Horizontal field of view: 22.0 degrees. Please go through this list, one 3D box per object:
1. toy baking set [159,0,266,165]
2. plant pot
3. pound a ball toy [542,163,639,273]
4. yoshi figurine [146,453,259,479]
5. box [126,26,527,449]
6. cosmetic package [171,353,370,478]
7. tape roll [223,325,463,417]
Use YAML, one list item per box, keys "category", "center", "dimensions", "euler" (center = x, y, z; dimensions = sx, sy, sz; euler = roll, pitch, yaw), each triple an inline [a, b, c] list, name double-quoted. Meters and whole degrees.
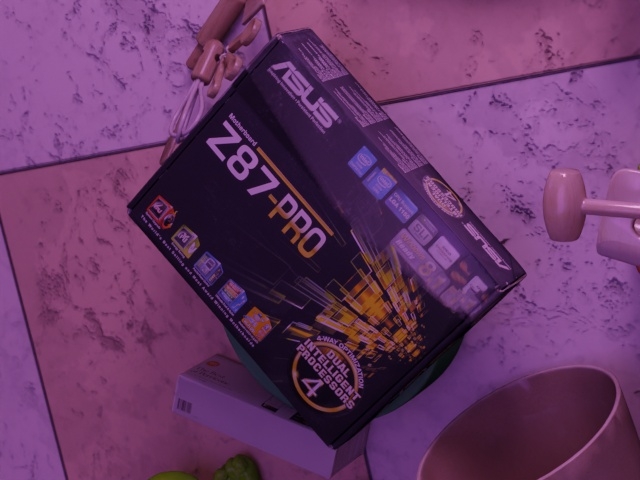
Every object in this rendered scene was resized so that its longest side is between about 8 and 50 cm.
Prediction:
- category: "toy baking set"
  center: [-0.135, -0.217, 2.000]
  dimensions: [0.030, 0.197, 0.256]
  euler: [28, 125, -17]
- category: "plant pot"
  center: [0.288, 0.326, 1.893]
  dimensions: [0.256, 0.256, 0.274]
  euler: [-21, 110, 32]
- category: "pound a ball toy"
  center: [0.406, 0.008, 1.738]
  dimensions: [0.319, 0.208, 0.136]
  euler: [17, 111, 23]
- category: "yoshi figurine"
  center: [-0.110, 0.384, 2.153]
  dimensions: [0.362, 0.203, 0.203]
  euler: [-4, 86, 32]
- category: "box"
  center: [0.000, 0.000, 1.938]
  dimensions: [0.395, 0.097, 0.318]
  euler: [50, 118, 9]
- category: "cosmetic package"
  center: [-0.063, 0.222, 2.124]
  dimensions: [0.239, 0.099, 0.060]
  euler: [20, 110, 23]
- category: "tape roll"
  center: [0.024, 0.062, 2.043]
  dimensions: [0.321, 0.077, 0.321]
  euler: [8, 108, 28]
